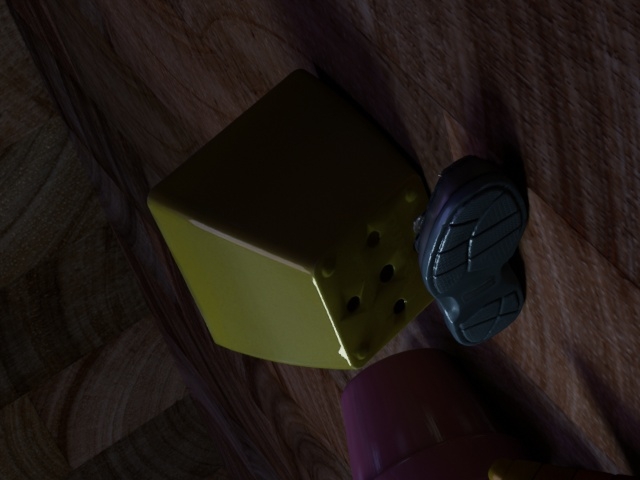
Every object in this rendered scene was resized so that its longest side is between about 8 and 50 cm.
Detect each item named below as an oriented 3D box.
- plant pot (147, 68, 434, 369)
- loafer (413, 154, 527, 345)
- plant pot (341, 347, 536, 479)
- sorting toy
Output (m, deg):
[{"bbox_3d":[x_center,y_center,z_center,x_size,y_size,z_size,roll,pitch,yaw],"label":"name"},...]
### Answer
[{"bbox_3d":[0.000,0.000,1.654,0.187,0.212,0.212,28,150,43],"label":"plant pot"},{"bbox_3d":[0.113,0.000,1.452,0.084,0.096,0.267,57,171,28],"label":"loafer"},{"bbox_3d":[0.111,0.220,1.814,0.201,0.201,0.180,78,171,-59],"label":"plant pot"},{"bbox_3d":[0.162,0.320,1.581,0.126,0.127,0.366,31,126,11],"label":"sorting toy"}]
